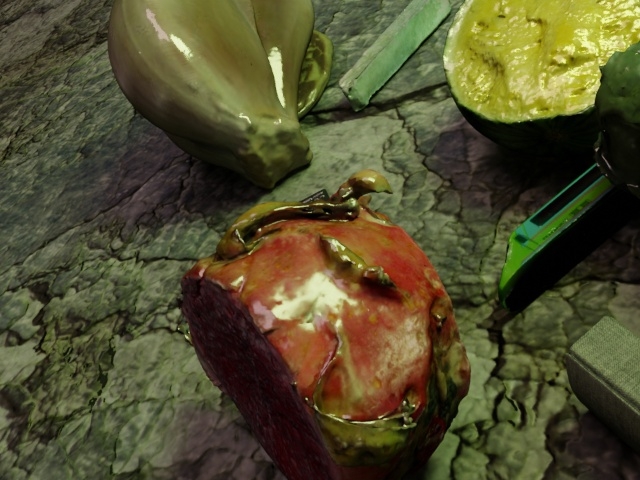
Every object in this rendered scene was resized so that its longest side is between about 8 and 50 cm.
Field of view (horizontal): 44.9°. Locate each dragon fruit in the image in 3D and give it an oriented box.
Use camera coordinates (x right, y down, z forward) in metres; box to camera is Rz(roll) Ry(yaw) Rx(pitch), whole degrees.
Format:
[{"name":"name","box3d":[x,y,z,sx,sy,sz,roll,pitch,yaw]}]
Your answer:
[{"name":"dragon fruit","box3d":[0.003,0.063,0.538,0.147,0.211,0.282,-30,17,-20]}]

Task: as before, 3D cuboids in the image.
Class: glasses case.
[{"name":"glasses case","box3d":[0.222,0.126,0.423,0.047,0.071,0.205,-38,38,-4]}]

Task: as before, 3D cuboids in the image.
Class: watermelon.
[{"name":"watermelon","box3d":[0.222,-0.164,0.701,0.204,0.127,0.232,-19,49,21]}]

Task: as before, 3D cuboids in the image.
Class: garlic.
[{"name":"garlic","box3d":[-0.115,-0.251,0.908,0.246,0.231,0.340,2,59,28]}]

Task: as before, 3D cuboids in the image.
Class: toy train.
[{"name":"toy train","box3d":[0.210,-0.023,0.621,0.209,0.044,0.042,-37,38,-9]}]

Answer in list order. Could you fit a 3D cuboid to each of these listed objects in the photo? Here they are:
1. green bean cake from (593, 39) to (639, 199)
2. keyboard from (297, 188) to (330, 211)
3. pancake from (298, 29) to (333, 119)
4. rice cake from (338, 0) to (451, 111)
[{"name":"green bean cake","box3d":[0.341,-0.082,0.503,0.255,0.132,0.241,-33,53,-4]},{"name":"keyboard","box3d":[0.000,0.000,0.766,0.053,0.010,0.155,-29,37,5]},{"name":"pancake","box3d":[-0.091,-0.207,1.046,0.250,0.031,0.250,-19,39,16]},{"name":"rice cake","box3d":[0.091,-0.239,0.952,0.034,0.043,0.211,9,52,50]}]
